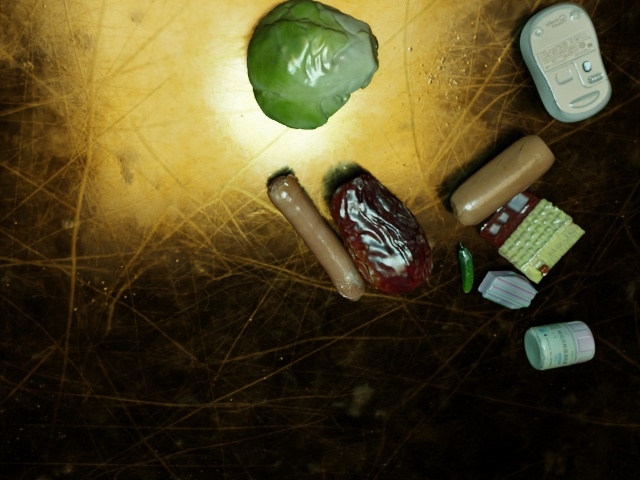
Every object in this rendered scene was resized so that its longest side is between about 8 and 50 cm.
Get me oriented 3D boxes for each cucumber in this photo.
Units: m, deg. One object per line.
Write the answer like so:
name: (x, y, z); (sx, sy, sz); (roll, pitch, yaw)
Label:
cucumber: (0.428, 0.082, 1.794); (0.039, 0.039, 0.167); (-12, 114, -3)

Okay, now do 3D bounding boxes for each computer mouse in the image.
computer mouse: (0.632, -0.454, 1.576); (0.184, 0.121, 0.296); (-27, 97, 15)

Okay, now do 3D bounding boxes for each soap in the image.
soap: (0.561, 0.144, 1.827); (0.149, 0.056, 0.100); (23, 108, -15)

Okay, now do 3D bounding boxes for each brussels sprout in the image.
brussels sprout: (-0.030, -0.416, 1.425); (0.317, 0.242, 0.273); (-37, 109, 16)

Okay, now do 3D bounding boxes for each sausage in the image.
sausage: (0.000, 0.000, 1.671); (0.094, 0.094, 0.418); (-41, 111, -15)
sausage: (0.485, -0.160, 1.665); (0.304, 0.121, 0.121); (-39, 111, 6)

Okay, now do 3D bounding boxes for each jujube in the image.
jujube: (0.153, -0.017, 1.640); (0.216, 0.216, 0.342); (-32, 106, 5)

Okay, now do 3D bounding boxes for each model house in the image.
model house: (0.588, -0.007, 1.669); (0.160, 0.254, 0.196); (36, 103, -22)

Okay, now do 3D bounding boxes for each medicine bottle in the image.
medicine bottle: (0.730, 0.319, 1.878); (0.169, 0.135, 0.135); (-9, 112, -6)

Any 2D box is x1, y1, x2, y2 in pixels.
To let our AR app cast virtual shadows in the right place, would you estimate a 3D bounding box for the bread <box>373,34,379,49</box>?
bread: (0.102, -0.481, 1.524); (0.085, 0.053, 0.085); (5, 124, 7)
